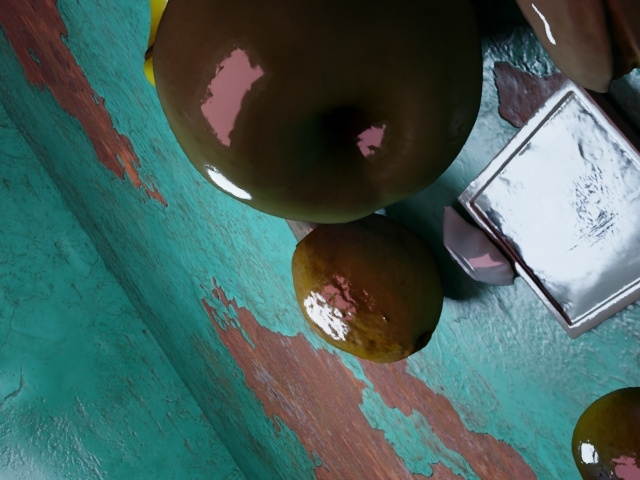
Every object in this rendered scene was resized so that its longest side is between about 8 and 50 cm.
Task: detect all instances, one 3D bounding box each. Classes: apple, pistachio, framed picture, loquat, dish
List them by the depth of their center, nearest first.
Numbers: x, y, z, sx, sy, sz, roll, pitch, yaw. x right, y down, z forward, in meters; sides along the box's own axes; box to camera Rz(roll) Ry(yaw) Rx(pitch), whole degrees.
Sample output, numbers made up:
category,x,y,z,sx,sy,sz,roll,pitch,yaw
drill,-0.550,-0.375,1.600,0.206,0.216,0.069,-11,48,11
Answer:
category,x,y,z,sx,sy,sz,roll,pitch,yaw
pistachio,0.230,-0.229,0.843,0.136,0.136,0.226,17,141,56
apple,-0.002,-0.202,1.046,0.357,0.357,0.357,43,153,29
framed picture,0.285,-0.028,1.091,0.232,0.024,0.315,52,157,10
loquat,0.371,0.240,1.108,0.152,0.152,0.195,57,165,1
dish,0.193,0.015,1.271,0.137,0.039,0.091,48,171,23
loquat,0.068,0.068,1.418,0.238,0.193,0.238,49,162,22

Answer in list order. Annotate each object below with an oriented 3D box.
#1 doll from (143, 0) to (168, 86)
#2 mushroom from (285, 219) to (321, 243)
category,x,y,z,sx,sy,sz,roll,pitch,yaw
doll,-0.226,-0.339,1.554,0.199,0.145,0.363,38,143,47
mushroom,0.005,0.001,1.579,0.247,0.096,0.108,61,157,4
